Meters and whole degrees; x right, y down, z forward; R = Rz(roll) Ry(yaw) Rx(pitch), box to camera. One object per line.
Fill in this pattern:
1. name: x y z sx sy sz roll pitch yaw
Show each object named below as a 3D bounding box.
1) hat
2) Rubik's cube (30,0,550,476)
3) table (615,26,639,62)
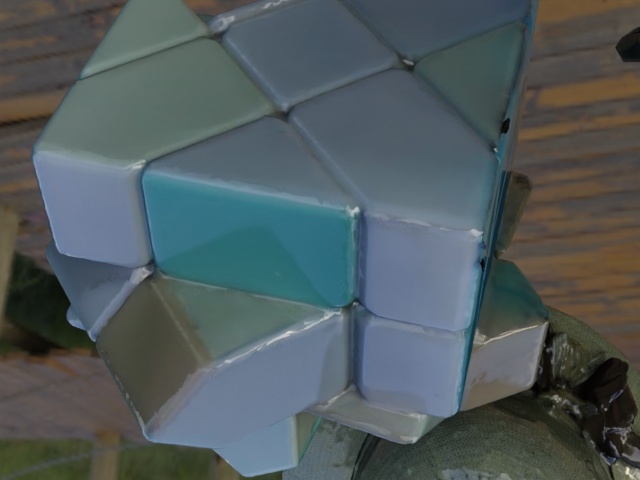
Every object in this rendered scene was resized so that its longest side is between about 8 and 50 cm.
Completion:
1. hat: 0.090 0.159 0.624 0.257 0.257 0.130 -1 180 10
2. Rubik's cube: 0.000 0.000 0.520 0.224 0.265 0.213 12 138 11
3. table: 0.343 -0.011 0.439 0.335 0.222 0.272 57 169 -12
